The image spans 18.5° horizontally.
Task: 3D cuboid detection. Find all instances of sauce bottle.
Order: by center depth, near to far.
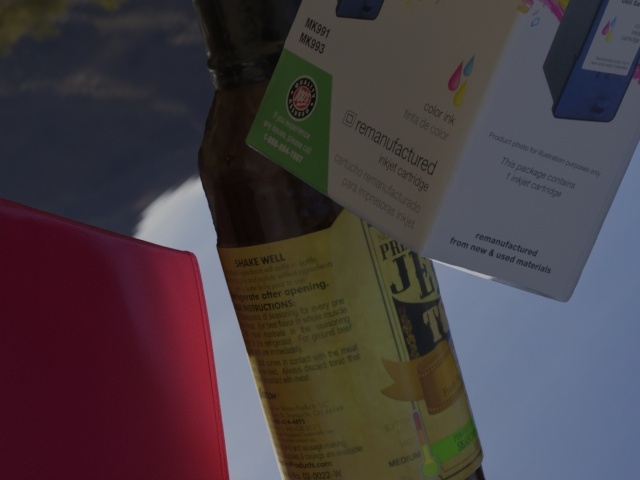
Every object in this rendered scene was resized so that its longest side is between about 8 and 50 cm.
[{"bbox_3d":[0.000,0.000,1.029,0.111,0.344,0.111,-15,-169,3],"label":"sauce bottle"}]

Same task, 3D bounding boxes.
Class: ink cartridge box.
[{"bbox_3d":[0.074,-0.104,0.835,0.154,0.093,0.212,36,-75,52],"label":"ink cartridge box"}]

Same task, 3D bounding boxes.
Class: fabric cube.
[{"bbox_3d":[-0.215,0.134,1.011,0.259,0.254,0.258,-14,167,22],"label":"fabric cube"}]
